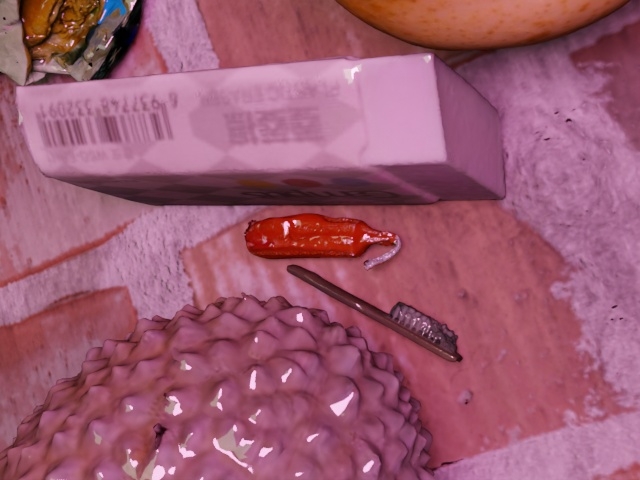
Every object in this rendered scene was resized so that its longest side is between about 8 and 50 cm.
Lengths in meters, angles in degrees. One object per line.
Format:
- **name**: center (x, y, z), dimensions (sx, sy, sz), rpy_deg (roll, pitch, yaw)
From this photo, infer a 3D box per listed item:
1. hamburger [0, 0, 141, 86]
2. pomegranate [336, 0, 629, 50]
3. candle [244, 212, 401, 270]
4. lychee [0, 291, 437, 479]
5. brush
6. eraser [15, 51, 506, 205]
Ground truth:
- **hamburger**: center (-0.323, -0.287, 0.924), dimensions (0.275, 0.150, 0.261), rpy_deg (17, 103, 25)
- **pomegranate**: center (0.079, -0.324, 0.560), dimensions (0.416, 0.416, 0.417), rpy_deg (2, 95, 28)
- **candle**: center (0.000, 0.000, 0.830), dimensions (0.162, 0.048, 0.053), rpy_deg (0, 123, 26)
- **lychee**: center (-0.092, 0.251, 0.731), dimensions (0.380, 0.380, 0.432), rpy_deg (30, 88, 23)
- **brush**: center (0.052, 0.060, 0.816), dimensions (0.190, 0.034, 0.028), rpy_deg (27, 96, 24)
- **eraser**: center (-0.053, -0.086, 0.768), dimensions (0.396, 0.213, 0.082), rpy_deg (1, 83, 28)
